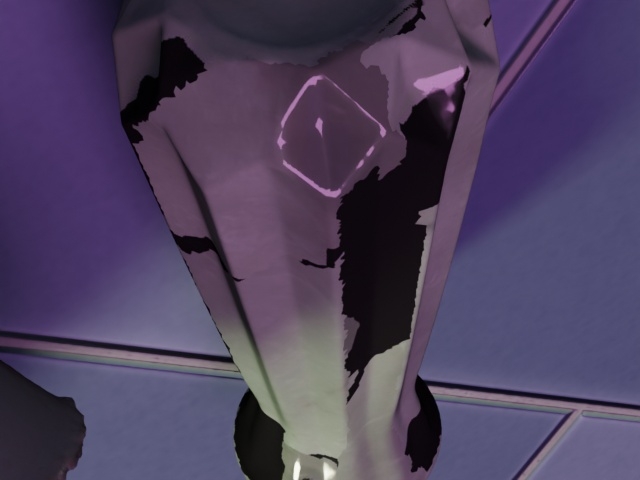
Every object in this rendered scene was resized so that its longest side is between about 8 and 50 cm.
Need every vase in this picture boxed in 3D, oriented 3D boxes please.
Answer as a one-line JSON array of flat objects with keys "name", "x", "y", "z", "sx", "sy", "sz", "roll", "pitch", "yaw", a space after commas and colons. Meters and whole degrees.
[{"name": "vase", "x": 0.000, "y": 0.000, "z": 0.895, "sx": 0.165, "sy": 0.165, "sz": 0.360, "roll": -22, "pitch": 144, "yaw": -12}]

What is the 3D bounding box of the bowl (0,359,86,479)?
[{"name": "bowl", "x": -0.275, "y": 0.097, "z": 0.758, "sx": 0.337, "sy": 0.337, "sz": 0.158, "roll": -30, "pitch": 103, "yaw": -3}]
